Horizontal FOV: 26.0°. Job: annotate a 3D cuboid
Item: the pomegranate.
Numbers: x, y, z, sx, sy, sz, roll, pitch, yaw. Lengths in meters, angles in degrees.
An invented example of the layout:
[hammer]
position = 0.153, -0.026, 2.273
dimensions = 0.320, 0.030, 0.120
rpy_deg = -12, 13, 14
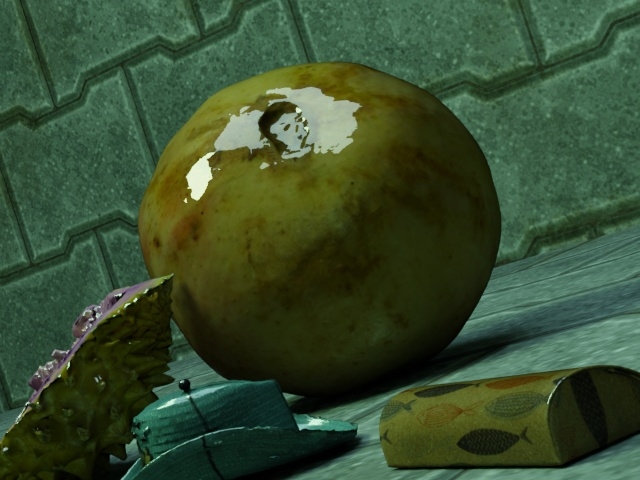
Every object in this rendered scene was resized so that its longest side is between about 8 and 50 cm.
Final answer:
[pomegranate]
position = 0.000, 0.000, 1.320
dimensions = 0.338, 0.338, 0.338
rpy_deg = -18, -1, 0

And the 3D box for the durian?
[durian]
position = -0.227, 0.169, 1.272
dimensions = 0.341, 0.112, 0.191
rpy_deg = -41, 17, 50

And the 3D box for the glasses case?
[glasses case]
position = 0.096, 0.091, 0.728
dimensions = 0.064, 0.041, 0.170
rpy_deg = -17, -2, -27

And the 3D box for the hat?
[hat]
position = -0.073, 0.128, 0.946
dimensions = 0.191, 0.078, 0.138
rpy_deg = -18, 1, -8
